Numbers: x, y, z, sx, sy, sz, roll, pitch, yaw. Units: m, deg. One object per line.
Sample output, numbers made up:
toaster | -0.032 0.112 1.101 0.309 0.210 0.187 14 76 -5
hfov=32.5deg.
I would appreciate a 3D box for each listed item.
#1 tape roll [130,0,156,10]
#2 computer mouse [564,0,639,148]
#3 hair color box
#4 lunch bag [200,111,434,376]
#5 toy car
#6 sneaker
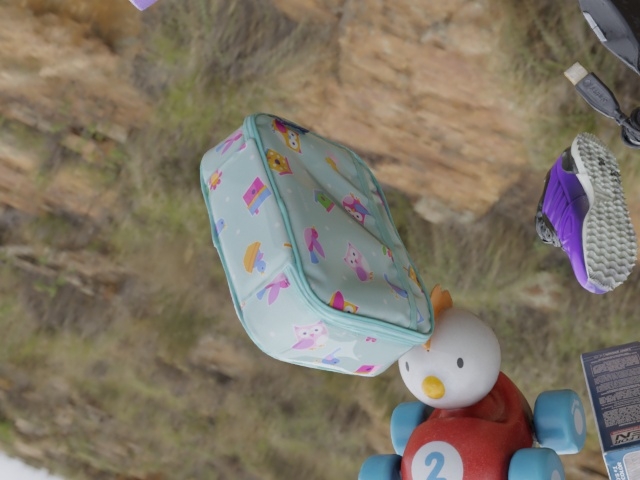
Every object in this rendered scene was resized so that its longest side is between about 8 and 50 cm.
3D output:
tape roll | -0.151 -0.265 0.783 0.189 0.080 0.189 55 -177 -4
computer mouse | 0.306 -0.200 1.130 0.262 0.184 0.060 59 153 18
hair color box | 0.479 0.303 1.665 0.105 0.173 0.347 -15 -165 13
lunch bag | 0.000 0.000 1.153 0.224 0.108 0.279 17 -137 -42
toy car | 0.143 0.167 1.199 0.219 0.210 0.238 -10 112 30
sneaker | 0.404 -0.020 1.724 0.102 0.293 0.146 25 137 -22
